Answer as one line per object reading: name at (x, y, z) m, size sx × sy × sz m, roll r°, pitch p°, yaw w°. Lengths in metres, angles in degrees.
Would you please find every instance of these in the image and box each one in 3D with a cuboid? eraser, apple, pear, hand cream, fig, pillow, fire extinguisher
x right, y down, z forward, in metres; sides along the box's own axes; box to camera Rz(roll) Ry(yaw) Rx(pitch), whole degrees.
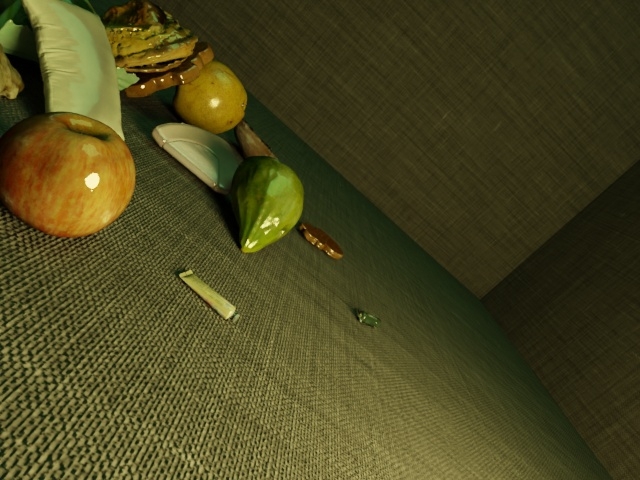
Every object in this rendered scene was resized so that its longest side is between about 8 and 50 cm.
eraser at (-0.273, -0.202, 1.033) m, size 0.204 × 0.059 × 0.243 m, roll 40°, pitch 18°, yaw -11°
apple at (-0.287, -0.077, 0.494) m, size 0.146 × 0.131 × 0.146 m, roll 35°, pitch 20°, yaw -15°
pear at (-0.309, -0.400, 1.219) m, size 0.209 × 0.209 × 0.209 m, roll 40°, pitch 15°, yaw -13°
hand cream at (-0.158, 0.080, 0.621) m, size 0.102 × 0.022 × 0.035 m, roll 39°, pitch 14°, yaw 5°
fig at (-0.109, -0.081, 0.922) m, size 0.167 × 0.167 × 0.233 m, roll 33°, pitch 20°, yaw -36°
pillow at (-0.398, -0.275, 0.699) m, size 0.144 × 0.078 × 0.253 m, roll -6°, pitch 85°, yaw -62°
fire extinguisher at (0.111, 0.188, 1.023) m, size 0.083 × 0.025 × 0.038 m, roll 31°, pitch 42°, yaw -39°

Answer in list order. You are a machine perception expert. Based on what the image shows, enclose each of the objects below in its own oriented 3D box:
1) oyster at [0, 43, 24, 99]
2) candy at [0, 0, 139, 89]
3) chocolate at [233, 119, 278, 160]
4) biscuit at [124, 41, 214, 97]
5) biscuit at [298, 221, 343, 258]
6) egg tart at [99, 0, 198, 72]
oyster at (-0.524, -0.296, 0.519) m, size 0.341 × 0.110 × 0.166 m, roll 48°, pitch 13°, yaw -45°
candy at (-0.535, -0.487, 0.812) m, size 0.263 × 0.172 × 0.397 m, roll -8°, pitch 78°, yaw -70°
chocolate at (-0.203, -0.276, 1.392) m, size 0.261 × 0.083 × 0.161 m, roll 51°, pitch -1°, yaw 24°
biscuit at (-0.427, -0.455, 1.103) m, size 0.302 × 0.278 × 0.043 m, roll 30°, pitch -34°, yaw 26°
biscuit at (0.000, 0.000, 1.257) m, size 0.175 × 0.026 × 0.124 m, roll 30°, pitch 18°, yaw -43°
egg tart at (-0.443, -0.491, 1.018) m, size 0.297 × 0.298 × 0.132 m, roll -123°, pitch -160°, yaw -43°
